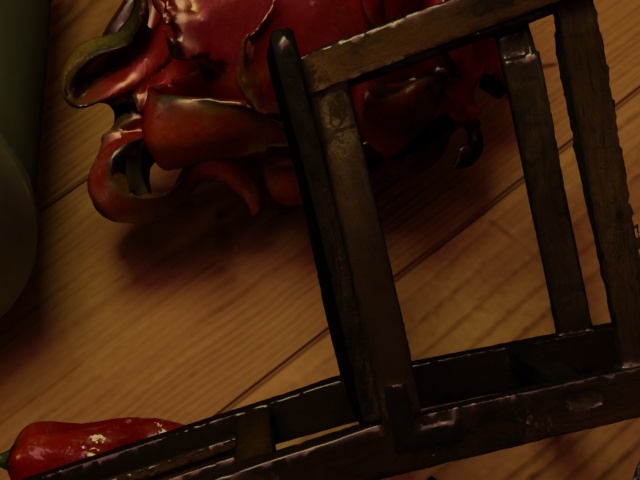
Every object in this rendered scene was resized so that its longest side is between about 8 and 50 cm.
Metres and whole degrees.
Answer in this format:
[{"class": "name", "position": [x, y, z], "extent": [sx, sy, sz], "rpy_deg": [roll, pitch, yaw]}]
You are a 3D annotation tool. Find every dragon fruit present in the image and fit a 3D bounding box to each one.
[{"class": "dragon fruit", "position": [-0.017, -0.131, 1.015], "extent": [0.243, 0.227, 0.307], "rpy_deg": [10, 55, 47]}]

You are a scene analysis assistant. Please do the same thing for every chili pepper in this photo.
[{"class": "chili pepper", "position": [-0.129, 0.134, 0.940], "extent": [0.191, 0.050, 0.059], "rpy_deg": [-1, 47, 9]}]

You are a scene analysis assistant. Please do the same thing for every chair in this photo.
[{"class": "chair", "position": [0.000, 0.000, 0.825], "extent": [0.416, 0.241, 0.203], "rpy_deg": [-13, 5, -2]}]

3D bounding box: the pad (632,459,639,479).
[{"class": "pad", "position": [0.231, 0.171, 0.809], "extent": [0.174, 0.022, 0.233], "rpy_deg": [10, 55, 25]}]

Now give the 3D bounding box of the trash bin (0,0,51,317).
[{"class": "trash bin", "position": [-0.318, -0.118, 1.079], "extent": [0.280, 0.280, 0.432], "rpy_deg": [-11, 44, 9]}]

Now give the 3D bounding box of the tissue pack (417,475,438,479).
[{"class": "tissue pack", "position": [0.010, 0.291, 0.695], "extent": [0.332, 0.123, 0.245], "rpy_deg": [-40, 44, -8]}]
